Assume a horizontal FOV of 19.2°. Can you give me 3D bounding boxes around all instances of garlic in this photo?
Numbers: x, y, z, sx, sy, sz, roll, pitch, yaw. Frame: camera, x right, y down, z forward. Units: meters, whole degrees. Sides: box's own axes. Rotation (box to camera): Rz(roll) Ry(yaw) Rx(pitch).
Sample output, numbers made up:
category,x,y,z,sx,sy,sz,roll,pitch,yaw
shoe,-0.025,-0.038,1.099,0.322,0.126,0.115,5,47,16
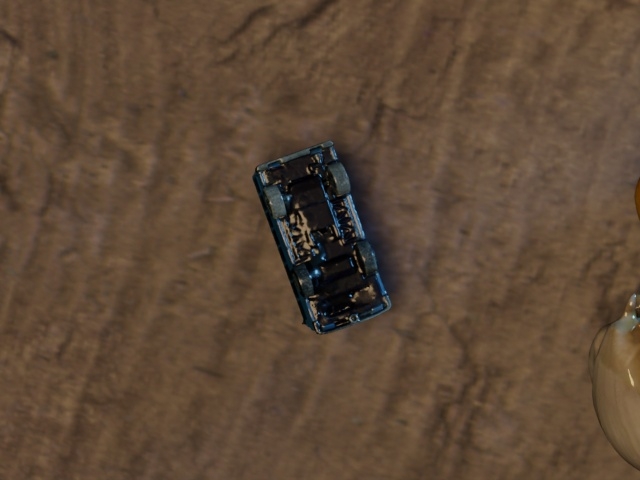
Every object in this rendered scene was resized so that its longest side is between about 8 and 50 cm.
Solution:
category,x,y,z,sx,sy,sz,roll,pitch,yaw
garlic,0.351,0.130,1.752,0.203,0.281,0.185,45,71,-19

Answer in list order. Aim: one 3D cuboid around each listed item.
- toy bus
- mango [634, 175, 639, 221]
category,x,y,z,sx,sy,sz,roll,pitch,yaw
toy bus,0.000,0.000,1.944,0.090,0.106,0.185,-19,89,-9
mango,0.421,-0.012,1.786,0.262,0.109,0.157,30,94,12
